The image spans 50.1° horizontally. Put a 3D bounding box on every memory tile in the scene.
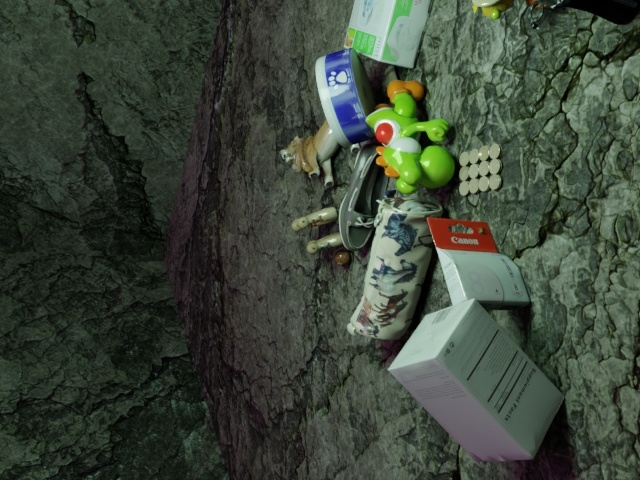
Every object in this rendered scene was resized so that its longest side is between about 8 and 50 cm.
[{"bbox_3d":[0.390,-0.172,1.671,0.148,0.012,0.113,-8,81,62],"label":"memory tile"}]

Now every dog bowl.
[{"bbox_3d":[0.081,-0.408,1.954,0.104,0.265,0.265,-15,69,16],"label":"dog bowl"}]

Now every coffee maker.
[{"bbox_3d":[0.507,-0.477,1.300,0.171,0.178,0.120,-43,49,49],"label":"coffee maker"}]

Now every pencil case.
[{"bbox_3d":[0.192,0.078,1.843,0.160,0.183,0.411,-111,32,-66],"label":"pencil case"}]

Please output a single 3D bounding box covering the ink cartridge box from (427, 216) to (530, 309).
[{"bbox_3d":[0.353,0.043,1.536,0.066,0.189,0.233,-42,51,52],"label":"ink cartridge box"}]

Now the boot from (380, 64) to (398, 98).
[{"bbox_3d":[0.212,-0.469,1.997,0.118,0.042,0.087,-19,69,60],"label":"boot"}]

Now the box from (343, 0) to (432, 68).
[{"bbox_3d":[0.198,-0.648,1.951,0.231,0.126,0.262,47,127,55],"label":"box"}]

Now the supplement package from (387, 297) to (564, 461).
[{"bbox_3d":[0.325,0.298,1.434,0.293,0.175,0.177,47,147,-7],"label":"supplement package"}]

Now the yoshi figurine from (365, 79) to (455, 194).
[{"bbox_3d":[0.255,-0.256,1.820,0.202,0.204,0.362,-20,46,18],"label":"yoshi figurine"}]

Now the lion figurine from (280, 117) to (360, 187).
[{"bbox_3d":[0.025,-0.343,2.272,0.392,0.142,0.240,-45,40,33],"label":"lion figurine"}]

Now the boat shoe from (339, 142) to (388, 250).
[{"bbox_3d":[0.134,-0.125,2.043,0.095,0.112,0.336,-151,70,-64],"label":"boat shoe"}]

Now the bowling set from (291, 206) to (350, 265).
[{"bbox_3d":[0.000,0.000,2.185,0.287,0.154,0.200,2,-110,-88],"label":"bowling set"}]

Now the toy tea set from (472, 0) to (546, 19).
[{"bbox_3d":[0.434,-0.599,1.525,0.199,0.124,0.336,-19,46,25],"label":"toy tea set"}]
